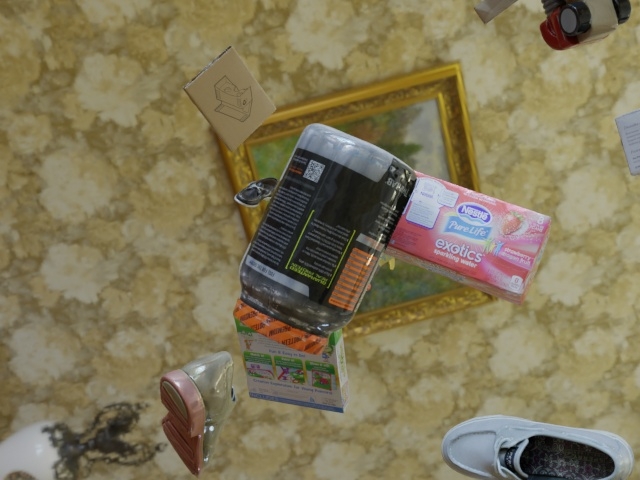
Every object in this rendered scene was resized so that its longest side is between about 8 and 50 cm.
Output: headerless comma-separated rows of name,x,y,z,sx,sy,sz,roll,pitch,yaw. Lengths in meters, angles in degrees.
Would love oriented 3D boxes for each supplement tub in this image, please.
supplement tub,0.000,0.000,1.266,0.338,0.207,0.207,-64,-177,1

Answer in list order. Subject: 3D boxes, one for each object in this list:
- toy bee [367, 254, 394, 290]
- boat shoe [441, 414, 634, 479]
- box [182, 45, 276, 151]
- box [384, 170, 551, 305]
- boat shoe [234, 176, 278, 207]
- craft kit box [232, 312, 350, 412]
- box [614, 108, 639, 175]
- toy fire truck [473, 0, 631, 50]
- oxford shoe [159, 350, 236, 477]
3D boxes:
toy bee,0.123,0.034,1.847,0.195,0.298,0.162,20,44,-46
boat shoe,0.241,0.247,0.908,0.081,0.228,0.079,16,72,-58
box,-0.219,-0.346,1.904,0.021,0.164,0.201,22,-27,54
box,0.254,-0.010,1.430,0.154,0.300,0.142,-68,161,-6
boat shoe,-0.118,-0.094,1.476,0.046,0.038,0.125,39,27,16
craft kit box,-0.065,0.270,1.797,0.061,0.250,0.246,-55,143,-52
box,0.679,-0.195,1.466,0.181,0.182,0.119,3,72,-56
toy fire truck,0.428,-0.456,1.480,0.246,0.159,0.217,157,-85,-74
oxford shoe,-0.232,0.364,1.589,0.140,0.146,0.397,47,-31,21
